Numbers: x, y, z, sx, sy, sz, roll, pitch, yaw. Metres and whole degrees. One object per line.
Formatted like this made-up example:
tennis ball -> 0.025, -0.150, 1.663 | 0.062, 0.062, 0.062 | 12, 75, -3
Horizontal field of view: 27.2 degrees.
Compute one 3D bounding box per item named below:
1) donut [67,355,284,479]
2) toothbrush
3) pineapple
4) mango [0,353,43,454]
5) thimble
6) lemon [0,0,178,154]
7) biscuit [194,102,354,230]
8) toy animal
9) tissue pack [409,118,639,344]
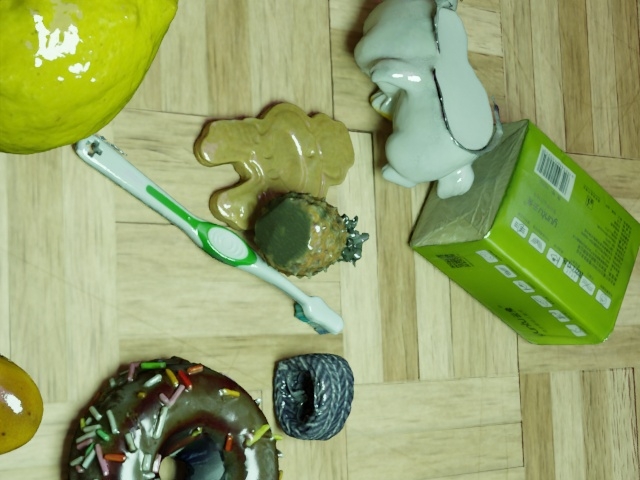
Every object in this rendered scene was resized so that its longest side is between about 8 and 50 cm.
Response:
donut -> -0.154, 0.259, 1.472 | 0.270, 0.103, 0.269 | 4, 84, -38
toothbrush -> -0.122, -0.001, 1.568 | 0.418, 0.040, 0.042 | 39, 59, -30
pineapple -> 0.000, 0.000, 1.622 | 0.198, 0.108, 0.108 | 14, 75, -62
mango -> -0.353, 0.150, 1.332 | 0.105, 0.084, 0.159 | -45, 106, -12
thimble -> -0.006, 0.188, 1.607 | 0.066, 0.095, 0.104 | 6, 67, -42
lemon -> -0.283, -0.231, 1.323 | 0.316, 0.285, 0.285 | -26, 103, -65
biscuit -> -0.048, -0.097, 1.649 | 0.236, 0.040, 0.144 | -18, 102, -37
toy animal -> 0.137, -0.228, 1.740 | 0.208, 0.154, 0.325 | 20, 68, -43
tissue pack -> 0.288, -0.007, 1.829 | 0.275, 0.167, 0.200 | 38, 64, -32
